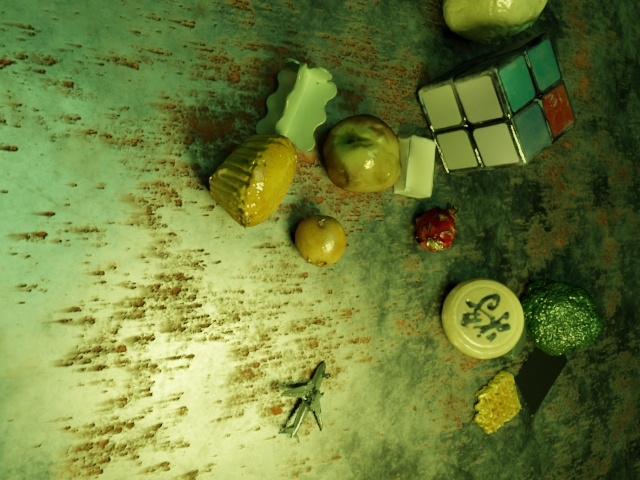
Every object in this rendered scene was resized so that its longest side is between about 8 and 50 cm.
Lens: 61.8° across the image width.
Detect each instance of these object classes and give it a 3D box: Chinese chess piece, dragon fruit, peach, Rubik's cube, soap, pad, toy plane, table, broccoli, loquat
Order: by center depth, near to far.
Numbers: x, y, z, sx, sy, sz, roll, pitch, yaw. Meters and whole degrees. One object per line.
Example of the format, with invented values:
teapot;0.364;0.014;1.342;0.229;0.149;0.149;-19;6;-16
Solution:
table;-0.063;-0.334;1.363;0.166;0.166;0.199;26;84;-32
loquat;0.000;0.000;1.410;0.141;0.141;0.141;0;90;-35
toy plane;-0.032;0.429;1.432;0.226;0.058;0.226;-55;134;-22
peach;0.121;-0.221;1.467;0.235;0.214;0.214;46;65;-45
soap;0.292;-0.230;1.655;0.121;0.063;0.183;8;86;-35
Rubik's cube;0.552;-0.419;1.683;0.318;0.313;0.316;-36;109;-28
dragon fruit;0.380;-0.053;1.691;0.125;0.125;0.246;55;47;-7
Chinese chess piece;0.518;0.248;1.714;0.257;0.104;0.258;0;78;0
broccoli;0.873;0.289;1.954;0.298;0.297;0.297;-61;141;-18
pad;0.867;0.505;2.088;0.299;0.005;0.202;-43;113;-27

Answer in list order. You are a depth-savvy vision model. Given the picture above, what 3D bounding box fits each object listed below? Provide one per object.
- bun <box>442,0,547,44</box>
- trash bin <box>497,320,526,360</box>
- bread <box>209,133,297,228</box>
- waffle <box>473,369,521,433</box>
bun;0.572;-0.755;1.688;0.348;0.352;0.227;-28;96;-5
trash bin;0.606;0.313;1.853;0.236;0.101;0.177;21;80;-31
bread;-0.150;-0.150;1.277;0.139;0.240;0.240;29;68;13
waffle;0.612;0.577;1.881;0.210;0.055;0.161;-25;105;-31
